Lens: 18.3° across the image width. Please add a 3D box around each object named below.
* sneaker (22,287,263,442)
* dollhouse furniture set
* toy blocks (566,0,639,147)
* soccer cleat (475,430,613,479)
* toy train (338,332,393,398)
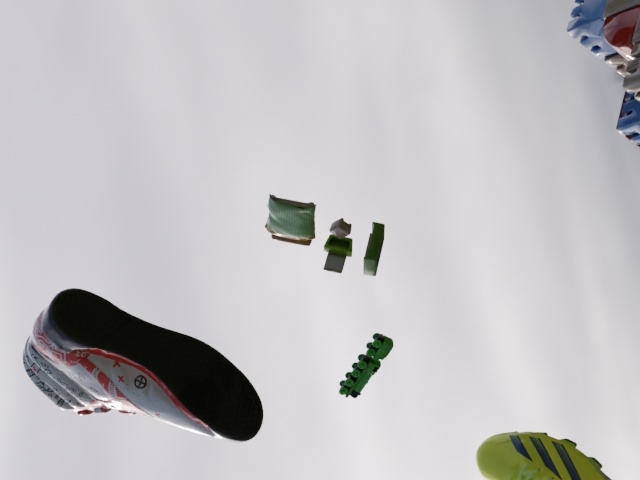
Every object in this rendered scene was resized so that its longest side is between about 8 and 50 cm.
[{"bbox_3d":[-0.202,0.158,2.198,0.270,0.145,0.090,30,-127,-10],"label":"sneaker"},{"bbox_3d":[0.000,0.000,2.426,0.076,0.152,0.058,91,-168,-55],"label":"dollhouse furniture set"},{"bbox_3d":[0.349,-0.234,1.830,0.191,0.261,0.381,34,-121,-27],"label":"toy blocks"},{"bbox_3d":[0.294,0.311,2.334,0.121,0.289,0.093,-28,-44,-46],"label":"soccer cleat"},{"bbox_3d":[0.045,0.125,1.956,0.024,0.083,0.017,25,-150,-14],"label":"toy train"}]
